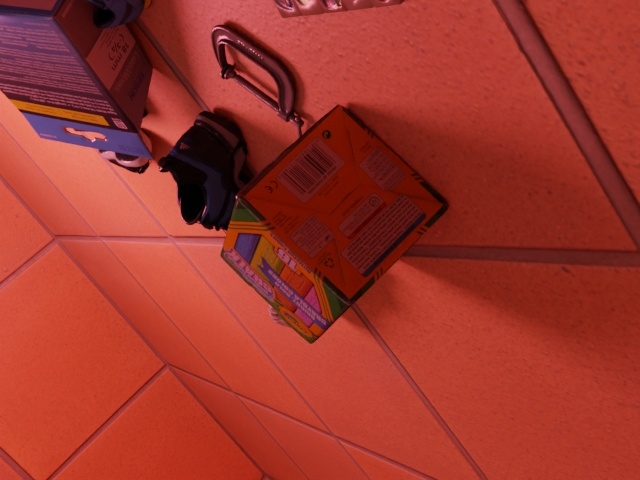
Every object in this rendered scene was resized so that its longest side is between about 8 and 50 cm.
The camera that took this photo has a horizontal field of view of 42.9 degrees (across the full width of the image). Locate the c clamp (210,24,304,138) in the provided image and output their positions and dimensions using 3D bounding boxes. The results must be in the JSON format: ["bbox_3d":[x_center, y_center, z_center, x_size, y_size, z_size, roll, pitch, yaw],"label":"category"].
[{"bbox_3d":[-0.081,-0.198,1.032,0.161,0.022,0.137,40,158,12],"label":"c clamp"}]

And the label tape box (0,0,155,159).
[{"bbox_3d":[-0.397,-0.274,1.239,0.241,0.106,0.333,12,157,20],"label":"label tape box"}]

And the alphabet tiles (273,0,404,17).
[{"bbox_3d":[-0.037,-0.317,0.758,0.198,0.009,0.237,15,143,53],"label":"alphabet tiles"}]

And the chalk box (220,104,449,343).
[{"bbox_3d":[0.000,0.000,1.030,0.179,0.180,0.289,44,160,5],"label":"chalk box"}]

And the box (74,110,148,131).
[{"bbox_3d":[-0.444,-0.297,1.466,0.270,0.060,0.216,11,141,55],"label":"box"}]

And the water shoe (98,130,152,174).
[{"bbox_3d":[-0.349,-0.166,1.542,0.080,0.073,0.203,33,173,-35],"label":"water shoe"}]

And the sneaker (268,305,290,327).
[{"bbox_3d":[-0.013,0.083,1.316,0.118,0.110,0.292,30,156,13],"label":"sneaker"}]

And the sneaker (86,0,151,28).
[{"bbox_3d":[-0.258,-0.336,1.029,0.069,0.082,0.209,46,157,4],"label":"sneaker"}]

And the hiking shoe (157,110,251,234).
[{"bbox_3d":[-0.166,-0.061,1.281,0.113,0.132,0.304,29,153,36],"label":"hiking shoe"}]
